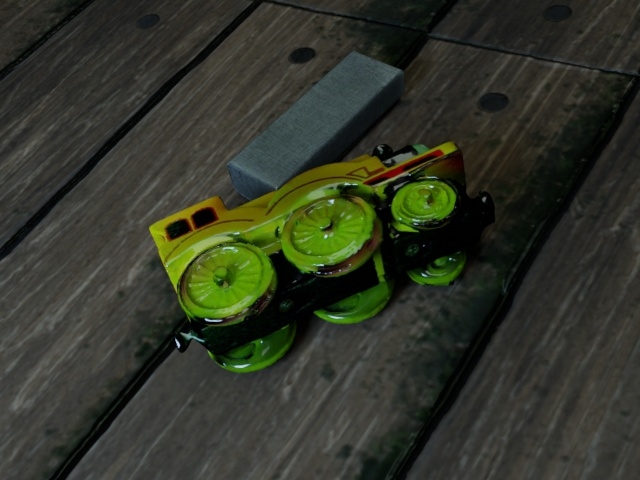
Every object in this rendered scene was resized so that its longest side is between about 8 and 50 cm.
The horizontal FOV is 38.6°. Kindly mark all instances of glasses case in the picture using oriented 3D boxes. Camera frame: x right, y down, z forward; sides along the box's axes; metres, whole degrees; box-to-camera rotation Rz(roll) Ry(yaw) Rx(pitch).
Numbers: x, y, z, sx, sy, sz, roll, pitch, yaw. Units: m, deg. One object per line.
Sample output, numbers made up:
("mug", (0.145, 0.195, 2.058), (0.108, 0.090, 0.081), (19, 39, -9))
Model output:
("glasses case", (0.000, -0.114, 0.943), (0.070, 0.047, 0.205), (28, 60, 30))

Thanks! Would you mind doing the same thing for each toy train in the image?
("toy train", (0.000, 0.000, 0.798), (0.296, 0.101, 0.161), (-23, 44, -7))
